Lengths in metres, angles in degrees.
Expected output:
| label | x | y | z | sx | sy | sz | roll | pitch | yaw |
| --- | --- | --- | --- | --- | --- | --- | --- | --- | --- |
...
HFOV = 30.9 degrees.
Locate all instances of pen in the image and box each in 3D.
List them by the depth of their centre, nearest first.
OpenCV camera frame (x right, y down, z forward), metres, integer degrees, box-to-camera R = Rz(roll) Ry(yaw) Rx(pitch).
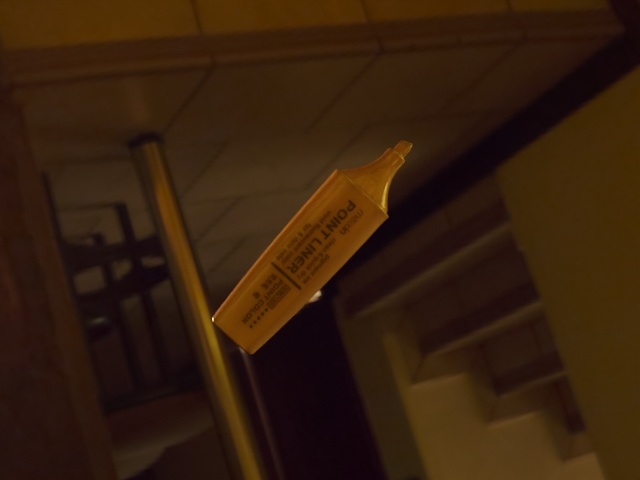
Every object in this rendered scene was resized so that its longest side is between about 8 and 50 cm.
| label | x | y | z | sx | sy | sz | roll | pitch | yaw |
| --- | --- | --- | --- | --- | --- | --- | --- | --- | --- |
| pen | 0.000 | 0.000 | 0.860 | 0.197 | 0.053 | 0.032 | -49 | -178 | 1 |
